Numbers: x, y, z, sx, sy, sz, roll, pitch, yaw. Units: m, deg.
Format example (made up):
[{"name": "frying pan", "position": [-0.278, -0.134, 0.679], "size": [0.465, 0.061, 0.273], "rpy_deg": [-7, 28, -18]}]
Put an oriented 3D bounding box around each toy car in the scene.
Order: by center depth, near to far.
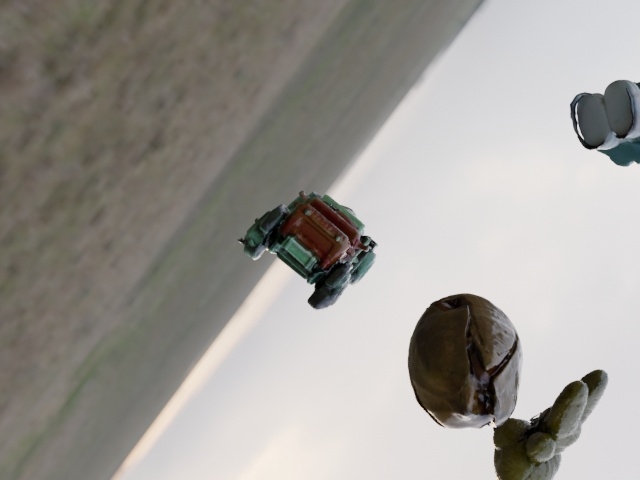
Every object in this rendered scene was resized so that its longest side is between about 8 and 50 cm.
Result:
[{"name": "toy car", "position": [0.000, 0.000, 1.112], "size": [0.054, 0.073, 0.143], "rpy_deg": [-51, 175, 13]}]

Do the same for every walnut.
[{"name": "walnut", "position": [0.166, 0.142, 1.951], "size": [0.137, 0.137, 0.245], "rpy_deg": [-53, -164, 25]}]

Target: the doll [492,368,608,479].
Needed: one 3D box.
[{"name": "doll", "position": [0.270, 0.227, 2.068], "size": [0.209, 0.097, 0.137], "rpy_deg": [-59, 168, 32]}]

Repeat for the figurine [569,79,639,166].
[{"name": "figurine", "position": [0.362, -0.123, 1.697], "size": [0.245, 0.110, 0.138], "rpy_deg": [-4, 166, -44]}]
